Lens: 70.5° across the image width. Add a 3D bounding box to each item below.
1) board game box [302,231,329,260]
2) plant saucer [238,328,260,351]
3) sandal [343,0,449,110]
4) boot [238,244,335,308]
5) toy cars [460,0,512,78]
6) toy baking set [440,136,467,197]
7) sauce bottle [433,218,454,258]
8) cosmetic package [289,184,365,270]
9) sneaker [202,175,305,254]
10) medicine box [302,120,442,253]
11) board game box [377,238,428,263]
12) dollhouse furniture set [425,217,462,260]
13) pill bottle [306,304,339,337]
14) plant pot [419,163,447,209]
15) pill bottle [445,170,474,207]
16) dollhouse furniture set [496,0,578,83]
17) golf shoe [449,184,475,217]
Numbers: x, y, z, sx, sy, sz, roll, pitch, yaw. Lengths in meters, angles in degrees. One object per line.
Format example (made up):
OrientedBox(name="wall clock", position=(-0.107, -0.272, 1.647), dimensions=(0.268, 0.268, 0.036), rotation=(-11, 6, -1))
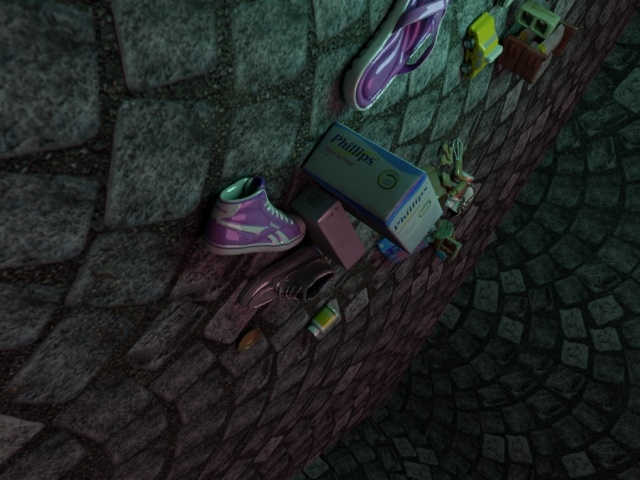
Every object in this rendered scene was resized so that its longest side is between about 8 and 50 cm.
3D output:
OrientedBox(name="board game box", position=(0.000, 0.000, 1.325), dimensions=(0.126, 0.026, 0.186), rotation=(-26, 142, -41))
OrientedBox(name="plant saucer", position=(-0.215, 0.292, 1.347), dimensions=(0.083, 0.015, 0.083), rotation=(-37, 149, -27))
OrientedBox(name="sandal", position=(0.211, -0.458, 1.026), dimensions=(0.416, 0.102, 0.169), rotation=(-54, 153, 3))
OrientedBox(name="boot", position=(-0.085, 0.123, 1.209), dimensions=(0.258, 0.123, 0.095), rotation=(-37, 146, -14))
OrientedBox(name="toy cars", position=(0.519, -0.650, 1.295), dimensions=(0.176, 0.087, 0.393), rotation=(-19, 137, -48))
OrientedBox(name="toy baking set", position=(0.503, -0.274, 1.671), dimensions=(0.256, 0.030, 0.196), rotation=(-32, 114, -48))
OrientedBox(name="sauce bottle", position=(0.590, 0.007, 2.168), dimensions=(0.111, 0.111, 0.344), rotation=(-50, 154, -6))
OrientedBox(name="cosmetic package", position=(0.023, -0.029, 1.183), dimensions=(0.085, 0.117, 0.231), rotation=(-45, 139, -12))
OrientedBox(name="sneaker", position=(-0.115, -0.061, 0.995), dimensions=(0.282, 0.102, 0.161), rotation=(-12, 130, -52))
OrientedBox(name="medicine box", position=(0.139, -0.123, 1.134), dimensions=(0.149, 0.263, 0.289), rotation=(-54, 153, 1))
OrientedBox(name="board game box", position=(0.324, 0.015, 1.762), dimensions=(0.160, 0.047, 0.210), rotation=(-31, 156, 12))
OrientedBox(name="dollhouse furniture set", position=(0.487, -0.003, 1.908), dimensions=(0.129, 0.184, 0.129), rotation=(-27, 143, -40))
OrientedBox(name="pill bottle", position=(0.007, 0.295, 1.643), dimensions=(0.116, 0.065, 0.065), rotation=(-43, 152, -18))
OrientedBox(name="plant pot", position=(0.389, -0.151, 1.663), dimensions=(0.237, 0.110, 0.237), rotation=(-39, 150, -27))
OrientedBox(name="pill bottle", position=(0.561, -0.215, 1.880), dimensions=(0.086, 0.086, 0.152), rotation=(-5, 126, -56))
OrientedBox(name="dollhouse furniture set", position=(0.717, -0.703, 1.399), dimensions=(0.201, 0.152, 0.374), rotation=(-44, 163, -17))
OrientedBox(name="golf shoe", position=(0.638, -0.176, 2.059), dimensions=(0.094, 0.077, 0.198), rotation=(-37, 148, -27))
